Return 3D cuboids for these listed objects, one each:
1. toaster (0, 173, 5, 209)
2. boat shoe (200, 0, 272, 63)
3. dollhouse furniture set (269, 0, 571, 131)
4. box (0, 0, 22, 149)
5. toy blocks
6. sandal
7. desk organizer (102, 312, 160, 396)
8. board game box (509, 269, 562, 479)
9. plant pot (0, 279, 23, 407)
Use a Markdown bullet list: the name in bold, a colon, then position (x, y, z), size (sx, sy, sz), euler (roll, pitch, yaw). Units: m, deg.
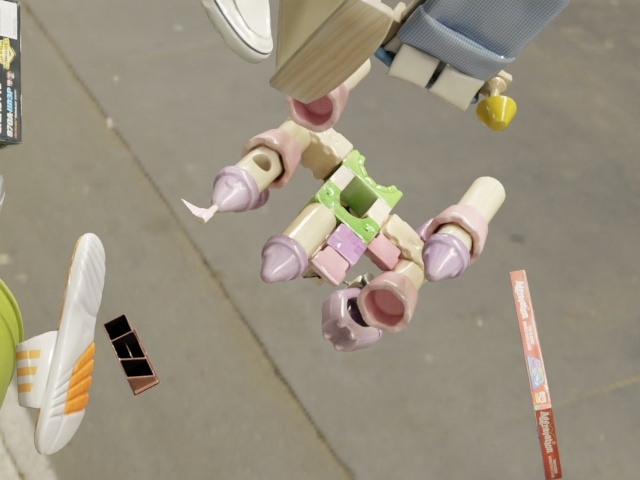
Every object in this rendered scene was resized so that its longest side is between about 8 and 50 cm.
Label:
- **toaster**: position (-0.388, 0.004, 1.309), size (0.129, 0.147, 0.227), euler (15, 17, -4)
- **boat shoe**: position (-0.041, -0.137, 0.666), size (0.035, 0.035, 0.100), euler (2, 63, -54)
- **dollhouse furniture set**: position (0.143, -0.223, 1.304), size (0.303, 0.286, 0.198), euler (24, 46, -26)
- **box**: position (-0.443, -0.187, 1.644), size (0.220, 0.175, 0.051), euler (-9, -10, 44)
- **toy blocks**: position (0.000, 0.000, 1.542), size (0.288, 0.309, 0.260), euler (43, 41, -3)
- **sandal**: position (-0.316, 0.120, 1.603), size (0.076, 0.102, 0.265), euler (7, 79, 14)
- **desk organizer**: position (-0.309, 0.184, 2.193), size (0.047, 0.050, 0.130), euler (-27, 49, -7)
- **board game box**: position (0.307, 0.187, 1.924), size (0.027, 0.145, 0.281), euler (-11, 39, 8)
- **plant pot**: position (-0.670, 0.248, 2.175), size (0.366, 0.367, 0.353), euler (-2, 30, -10)
